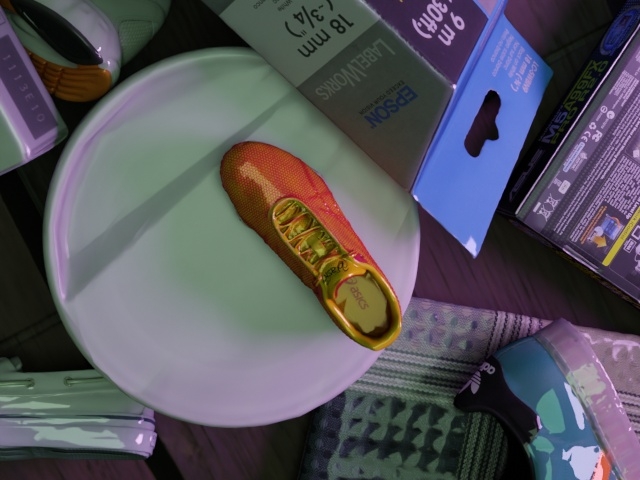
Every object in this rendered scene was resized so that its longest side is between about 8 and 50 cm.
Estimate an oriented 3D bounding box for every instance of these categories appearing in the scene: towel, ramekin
[{"bbox_3d":[0.138,0.211,1.133,0.324,0.056,0.312,12,92,-11],"label":"towel"},{"bbox_3d":[-0.071,-0.008,1.011,0.273,0.127,0.273,-2,99,-12],"label":"ramekin"}]

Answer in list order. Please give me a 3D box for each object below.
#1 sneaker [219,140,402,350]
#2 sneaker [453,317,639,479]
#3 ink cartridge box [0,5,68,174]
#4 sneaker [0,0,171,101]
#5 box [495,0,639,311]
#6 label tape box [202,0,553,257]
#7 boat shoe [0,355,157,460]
[{"bbox_3d":[0.000,0.000,0.927,0.064,0.067,0.175,-43,103,-2],"label":"sneaker"},{"bbox_3d":[0.206,0.219,1.070,0.121,0.108,0.302,-27,91,-7],"label":"sneaker"},{"bbox_3d":[-0.338,-0.144,0.945,0.239,0.060,0.275,-20,105,31],"label":"ink cartridge box"},{"bbox_3d":[-0.222,-0.217,0.978,0.262,0.099,0.121,43,52,-1],"label":"sneaker"},{"bbox_3d":[0.303,-0.077,1.115,0.216,0.060,0.270,33,91,-15],"label":"box"},{"bbox_3d":[0.059,-0.190,0.958,0.334,0.106,0.240,42,47,-14],"label":"label tape box"},{"bbox_3d":[-0.238,0.125,1.030,0.226,0.083,0.076,5,70,-14],"label":"boat shoe"}]
